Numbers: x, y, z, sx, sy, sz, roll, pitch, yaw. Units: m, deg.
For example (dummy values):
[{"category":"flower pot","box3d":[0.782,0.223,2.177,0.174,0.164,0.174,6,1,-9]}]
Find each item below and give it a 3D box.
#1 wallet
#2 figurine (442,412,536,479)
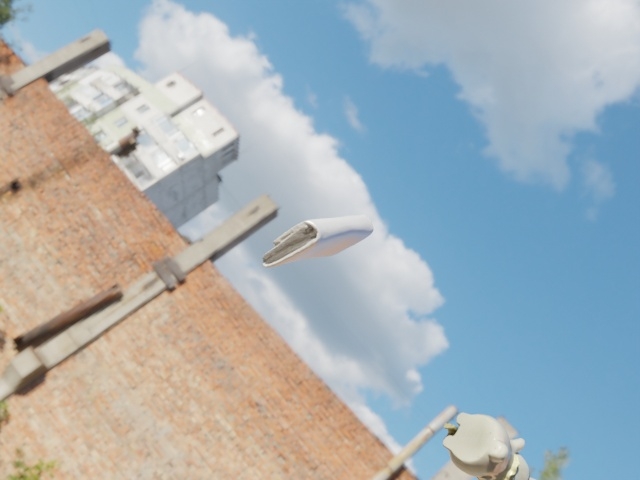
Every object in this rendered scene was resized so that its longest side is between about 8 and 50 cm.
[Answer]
[{"category":"wallet","box3d":[0.000,0.000,0.710,0.025,0.061,0.122,59,25,10]},{"category":"figurine","box3d":[0.209,0.261,0.968,0.146,0.081,0.098,49,-1,-40]}]
